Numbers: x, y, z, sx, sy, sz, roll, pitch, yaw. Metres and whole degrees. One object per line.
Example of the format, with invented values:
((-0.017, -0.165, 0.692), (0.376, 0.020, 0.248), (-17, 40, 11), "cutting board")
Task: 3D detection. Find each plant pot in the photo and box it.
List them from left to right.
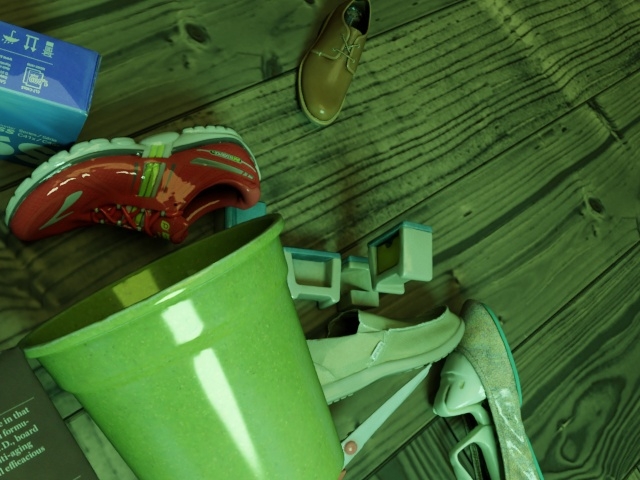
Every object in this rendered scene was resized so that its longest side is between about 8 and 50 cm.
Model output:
((-0.107, 0.145, 0.738), (0.276, 0.276, 0.253), (-32, 100, -33), "plant pot")

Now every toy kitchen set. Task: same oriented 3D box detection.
((0.000, 0.000, 0.881), (0.207, 0.166, 0.122), (8, 67, -27), "toy kitchen set")

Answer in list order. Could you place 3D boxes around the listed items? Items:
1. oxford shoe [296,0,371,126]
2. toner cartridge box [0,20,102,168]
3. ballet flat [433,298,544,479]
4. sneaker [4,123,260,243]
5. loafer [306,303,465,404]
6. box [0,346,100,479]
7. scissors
((0.022, -0.255, 1.040), (0.076, 0.076, 0.212), (24, 64, -21), "oxford shoe")
((-0.406, -0.167, 0.722), (0.348, 0.165, 0.075), (14, 67, -23), "toner cartridge box")
((0.206, 0.233, 0.954), (0.106, 0.107, 0.315), (-12, 78, -17), "ballet flat")
((-0.190, -0.046, 0.808), (0.279, 0.107, 0.118), (-19, 69, -23), "sneaker")
((0.063, 0.123, 0.911), (0.269, 0.102, 0.092), (-18, 88, -32), "loafer")
((-0.286, 0.233, 0.617), (0.167, 0.168, 0.203), (-28, 77, -39), "box")
((0.014, 0.239, 0.839), (0.109, 0.021, 0.297), (37, 79, -15), "scissors")
